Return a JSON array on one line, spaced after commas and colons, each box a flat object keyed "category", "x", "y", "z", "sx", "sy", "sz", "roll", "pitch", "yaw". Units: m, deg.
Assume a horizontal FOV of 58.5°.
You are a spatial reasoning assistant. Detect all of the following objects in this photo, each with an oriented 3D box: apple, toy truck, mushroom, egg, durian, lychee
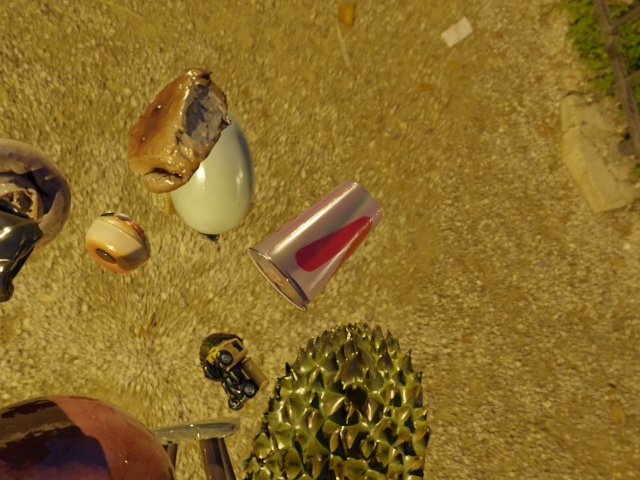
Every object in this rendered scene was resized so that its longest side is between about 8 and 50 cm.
[{"category": "apple", "x": -0.319, "y": 0.326, "z": 0.649, "sx": 0.306, "sy": 0.235, "sz": 0.305, "roll": 7, "pitch": 80, "yaw": -42}, {"category": "toy truck", "x": -0.110, "y": 0.170, "z": 0.743, "sx": 0.083, "sy": 0.049, "sz": 0.054, "roll": 49, "pitch": 41, "yaw": 9}, {"category": "mushroom", "x": -0.582, "y": -0.073, "z": 1.051, "sx": 0.227, "sy": 0.178, "sz": 0.226, "roll": -7, "pitch": 111, "yaw": -20}, {"category": "egg", "x": -0.290, "y": -0.184, "z": 1.517, "sx": 0.230, "sy": 0.370, "sz": 0.229, "roll": 4, "pitch": 36, "yaw": -3}, {"category": "durian", "x": 0.014, "y": 0.228, "z": 0.538, "sx": 0.159, "sy": 0.169, "sz": 0.351, "roll": 11, "pitch": 61, "yaw": 9}, {"category": "lychee", "x": -0.330, "y": 0.388, "z": 1.901, "sx": 0.171, "sy": 0.171, "sz": 0.171, "roll": 4, "pitch": 77, "yaw": -16}]

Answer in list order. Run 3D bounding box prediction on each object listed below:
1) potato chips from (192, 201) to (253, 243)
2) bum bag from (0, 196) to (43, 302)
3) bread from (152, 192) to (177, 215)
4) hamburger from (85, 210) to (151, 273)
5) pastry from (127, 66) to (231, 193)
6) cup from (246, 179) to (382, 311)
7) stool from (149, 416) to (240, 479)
[{"category": "potato chips", "x": -0.322, "y": -0.107, "z": 1.775, "sx": 0.220, "sy": 0.029, "sz": 0.202, "roll": -34, "pitch": 90, "yaw": -30}, {"category": "bum bag", "x": -0.381, "y": -0.048, "z": 0.549, "sx": 0.326, "sy": 0.079, "sz": 0.142, "roll": 37, "pitch": 54, "yaw": 23}, {"category": "bread", "x": -0.441, "y": -0.174, "z": 1.842, "sx": 0.196, "sy": 0.138, "sz": 0.102, "roll": -25, "pitch": 56, "yaw": -33}, {"category": "hamburger", "x": -0.663, "y": 0.010, "z": 1.879, "sx": 0.237, "sy": 0.237, "sz": 0.147, "roll": 35, "pitch": 55, "yaw": -7}, {"category": "pastry", "x": -0.243, "y": -0.187, "z": 0.974, "sx": 0.100, "sy": 0.218, "sz": 0.229, "roll": 37, "pitch": 88, "yaw": -33}, {"category": "cup", "x": 0.000, "y": 0.000, "z": 1.328, "sx": 0.288, "sy": 0.203, "sz": 0.203, "roll": -44, "pitch": 93, "yaw": -17}, {"category": "stool", "x": -0.392, "y": 0.667, "z": 1.736, "sx": 0.311, "sy": 0.310, "sz": 0.226, "roll": -7, "pitch": 77, "yaw": -4}]
